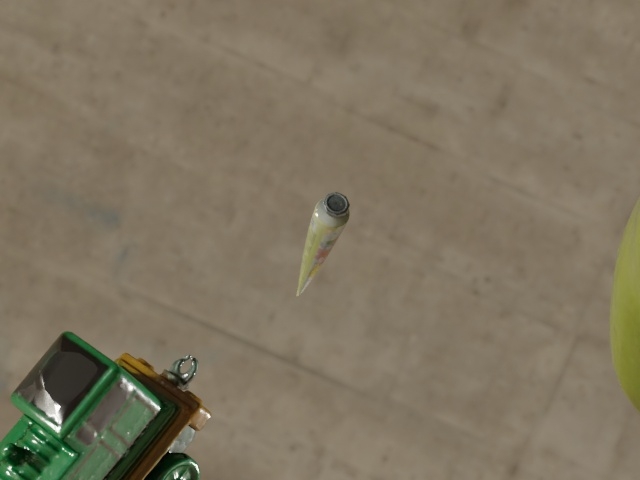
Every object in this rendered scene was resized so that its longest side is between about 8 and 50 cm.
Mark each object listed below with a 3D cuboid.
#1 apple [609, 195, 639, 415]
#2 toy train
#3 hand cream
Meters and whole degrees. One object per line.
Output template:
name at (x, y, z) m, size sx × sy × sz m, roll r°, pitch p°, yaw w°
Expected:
apple at (0.415, 0.028, 1.087) m, size 0.473 × 0.474 × 0.473 m, roll 24°, pitch 179°, yaw 0°
toy train at (-0.166, 0.154, 1.187) m, size 0.091 × 0.228 × 0.136 m, roll 30°, pitch 164°, yaw 42°
hand cream at (0.000, 0.000, 1.127) m, size 0.022 × 0.035 × 0.102 m, roll 16°, pitch 150°, yaw -4°
